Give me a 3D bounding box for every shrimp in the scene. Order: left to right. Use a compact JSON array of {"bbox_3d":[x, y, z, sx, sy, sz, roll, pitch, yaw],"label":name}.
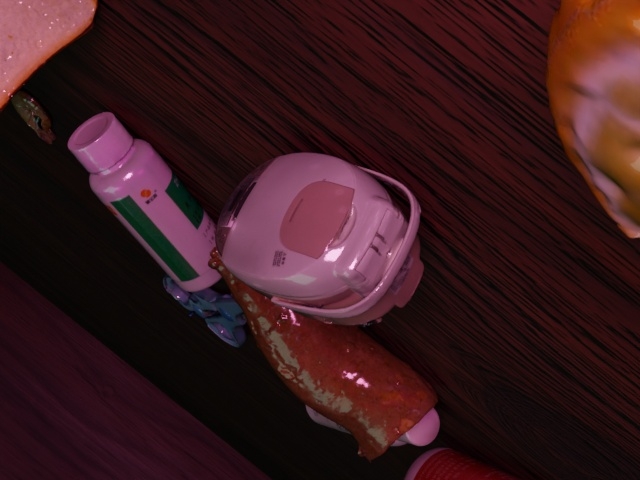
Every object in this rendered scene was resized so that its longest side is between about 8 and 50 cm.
[{"bbox_3d":[-0.406,-0.175,1.345,0.059,0.023,0.108,13,150,34],"label":"shrimp"}]

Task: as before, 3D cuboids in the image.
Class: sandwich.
[{"bbox_3d":[-0.332,-0.210,0.861,0.186,0.214,0.065,48,158,-30],"label":"sandwich"}]

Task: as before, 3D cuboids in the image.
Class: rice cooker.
[{"bbox_3d":[0.000,0.000,0.847,0.206,0.145,0.127,18,164,38],"label":"rice cooker"}]

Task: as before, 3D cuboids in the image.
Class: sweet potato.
[{"bbox_3d":[-0.014,0.128,1.174,0.337,0.131,0.131,41,160,-5],"label":"sweet potato"}]

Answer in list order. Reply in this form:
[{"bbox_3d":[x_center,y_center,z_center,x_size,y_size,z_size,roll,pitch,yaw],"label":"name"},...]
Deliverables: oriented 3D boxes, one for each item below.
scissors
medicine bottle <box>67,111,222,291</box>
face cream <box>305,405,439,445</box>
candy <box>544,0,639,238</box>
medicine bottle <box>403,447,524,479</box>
[{"bbox_3d":[-0.150,0.105,1.489,0.180,0.032,0.393,44,161,-14],"label":"scissors"},{"bbox_3d":[-0.212,-0.046,1.182,0.095,0.095,0.260,17,152,46],"label":"medicine bottle"},{"bbox_3d":[0.072,0.243,1.332,0.082,0.082,0.269,46,159,-19],"label":"face cream"},{"bbox_3d":[0.218,-0.047,0.403,0.260,0.118,0.260,36,162,14],"label":"candy"},{"bbox_3d":[0.233,0.378,1.273,0.250,0.131,0.131,13,148,49],"label":"medicine bottle"}]
